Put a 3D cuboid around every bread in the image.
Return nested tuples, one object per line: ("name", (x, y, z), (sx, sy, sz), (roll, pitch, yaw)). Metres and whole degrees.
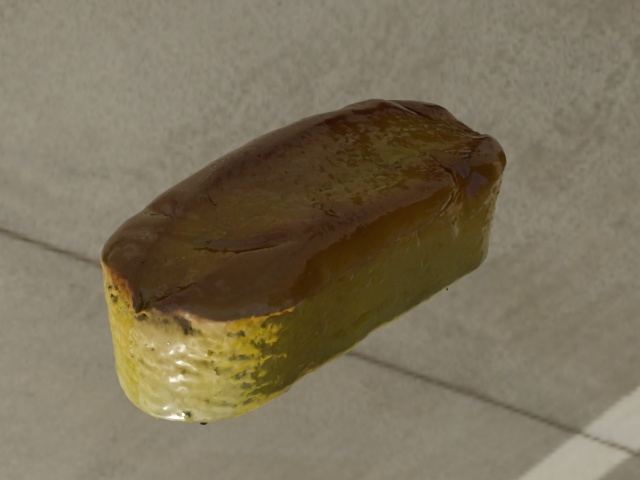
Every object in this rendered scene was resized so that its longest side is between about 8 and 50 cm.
("bread", (0.000, 0.000, 0.609), (0.102, 0.245, 0.094), (24, 126, 34))
